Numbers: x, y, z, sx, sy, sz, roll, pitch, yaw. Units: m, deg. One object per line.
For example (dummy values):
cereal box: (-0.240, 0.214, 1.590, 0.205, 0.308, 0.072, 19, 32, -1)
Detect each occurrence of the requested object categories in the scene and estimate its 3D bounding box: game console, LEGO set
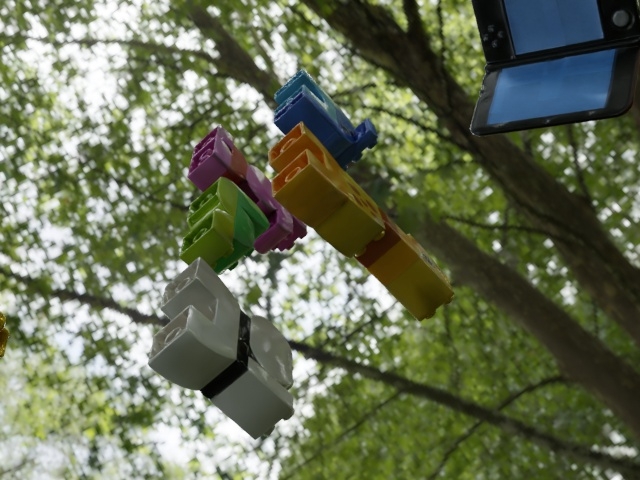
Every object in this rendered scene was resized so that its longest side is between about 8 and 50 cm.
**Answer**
game console: (0.191, -0.166, 0.856, 0.144, 0.124, 0.085, -5, 21, 34)
LEGO set: (0.000, 0.000, 0.435, 0.087, 0.227, 0.093, -40, -71, 15)

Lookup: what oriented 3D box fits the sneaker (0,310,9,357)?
sneaker: (-0.330, 0.058, 0.938, 0.068, 0.064, 0.175, 5, -25, 2)
